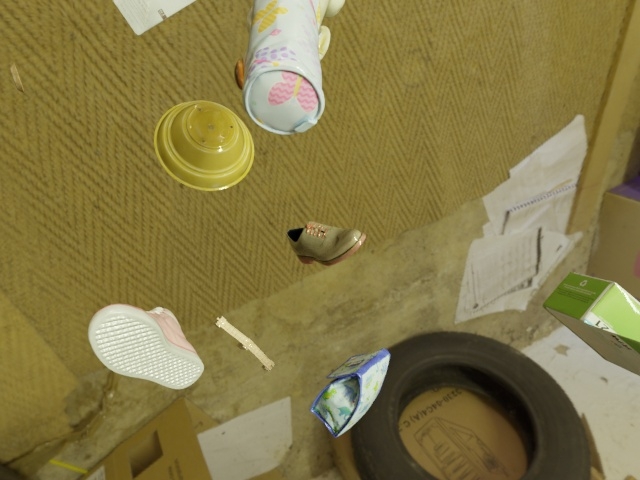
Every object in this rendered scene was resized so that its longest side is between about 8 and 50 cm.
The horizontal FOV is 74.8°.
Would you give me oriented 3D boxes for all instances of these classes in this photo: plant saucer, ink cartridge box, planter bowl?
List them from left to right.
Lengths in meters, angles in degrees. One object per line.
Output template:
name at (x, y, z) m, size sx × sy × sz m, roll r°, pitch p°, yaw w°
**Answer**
plant saucer at (-0.866, -0.462, 1.193) m, size 0.015 × 0.083 × 0.083 m, roll -18°, pitch 122°, yaw -28°
planter bowl at (-0.239, -0.223, 0.892) m, size 0.217 × 0.090 × 0.217 m, roll 6°, pitch 74°, yaw -21°
ink cartridge box at (0.558, 0.165, 0.739) m, size 0.189 × 0.255 × 0.097 m, roll 39°, pitch 91°, yaw -4°

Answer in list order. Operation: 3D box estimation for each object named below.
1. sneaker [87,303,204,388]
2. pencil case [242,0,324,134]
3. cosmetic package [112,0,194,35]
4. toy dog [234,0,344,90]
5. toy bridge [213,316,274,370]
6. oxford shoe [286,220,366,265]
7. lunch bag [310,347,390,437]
sneaker at (-0.163, 0.084, 0.379) m, size 0.051 × 0.070 × 0.134 m, roll -41°, pitch 142°, yaw -10°
pencil case at (-0.052, -0.287, 0.637) m, size 0.113 × 0.273 × 0.124 m, roll -15°, pitch 142°, yaw 19°
cosmetic package at (-0.515, -0.758, 1.320) m, size 0.231 × 0.085 × 0.117 m, roll -33°, pitch 121°, yaw 0°
toy dog at (-0.092, -0.596, 1.239) m, size 0.284 × 0.395 × 0.408 m, roll 14°, pitch 130°, yaw -16°
toy bridge at (-0.186, 0.253, 1.028) m, size 0.188 × 0.063 × 0.026 m, roll 46°, pitch 64°, yaw -12°
oxford shoe at (0.000, 0.000, 1.364) m, size 0.130 × 0.348 × 0.123 m, roll 50°, pitch 56°, yaw -20°
lunch bag at (0.068, 0.288, 0.828) m, size 0.129 × 0.096 × 0.151 m, roll -15°, pitch 142°, yaw -56°
